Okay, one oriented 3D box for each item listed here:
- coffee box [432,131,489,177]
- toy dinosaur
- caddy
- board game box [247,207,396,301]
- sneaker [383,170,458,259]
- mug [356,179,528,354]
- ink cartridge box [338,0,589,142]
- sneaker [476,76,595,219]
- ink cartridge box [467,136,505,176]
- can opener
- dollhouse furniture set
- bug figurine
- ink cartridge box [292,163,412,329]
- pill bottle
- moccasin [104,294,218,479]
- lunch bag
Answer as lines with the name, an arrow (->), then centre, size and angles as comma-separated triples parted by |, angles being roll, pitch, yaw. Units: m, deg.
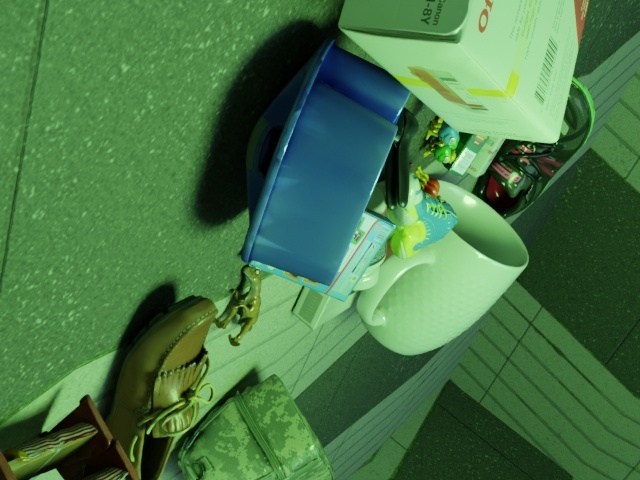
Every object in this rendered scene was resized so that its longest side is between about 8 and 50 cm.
coffee box -> 0.303, -0.227, 2.028 | 0.184, 0.040, 0.113 | -58, -155, 15
toy dinosaur -> -0.124, 0.129, 1.705 | 0.112, 0.064, 0.211 | -42, 160, -33
caddy -> -0.013, -0.104, 1.359 | 0.241, 0.179, 0.341 | -67, 179, -51
board game box -> 0.000, 0.000, 1.634 | 0.211, 0.039, 0.160 | 23, 107, -39
sneaker -> 0.186, -0.063, 1.835 | 0.126, 0.091, 0.240 | -21, 151, -11
mug -> 0.213, 0.082, 2.146 | 0.374, 0.276, 0.328 | -6, 139, -55
ink cartridge box -> 0.202, -0.313, 1.256 | 0.385, 0.160, 0.279 | 24, 79, -60
sneaker -> 0.514, -0.208, 2.467 | 0.202, 0.185, 0.483 | -42, 159, -41
ink cartridge box -> 0.337, -0.210, 2.167 | 0.122, 0.088, 0.052 | -60, 164, 24
can opener -> 0.128, -0.143, 1.713 | 0.073, 0.059, 0.186 | 5, 83, -32
dollhouse furniture set -> -0.440, 0.386, 1.337 | 0.374, 0.152, 0.201 | -41, 168, 23
bug figurine -> 0.234, -0.181, 1.901 | 0.279, 0.072, 0.216 | 103, 10, -52
ink cartridge box -> 0.085, 0.010, 2.001 | 0.261, 0.066, 0.296 | -30, 151, -50
pill bottle -> 0.063, -0.005, 1.771 | 0.108, 0.108, 0.180 | -39, 141, -37
moccasin -> -0.233, 0.240, 1.501 | 0.139, 0.147, 0.380 | -22, 145, -58
lunch bag -> -0.136, 0.438, 2.035 | 0.256, 0.212, 0.305 | -32, 156, -9
